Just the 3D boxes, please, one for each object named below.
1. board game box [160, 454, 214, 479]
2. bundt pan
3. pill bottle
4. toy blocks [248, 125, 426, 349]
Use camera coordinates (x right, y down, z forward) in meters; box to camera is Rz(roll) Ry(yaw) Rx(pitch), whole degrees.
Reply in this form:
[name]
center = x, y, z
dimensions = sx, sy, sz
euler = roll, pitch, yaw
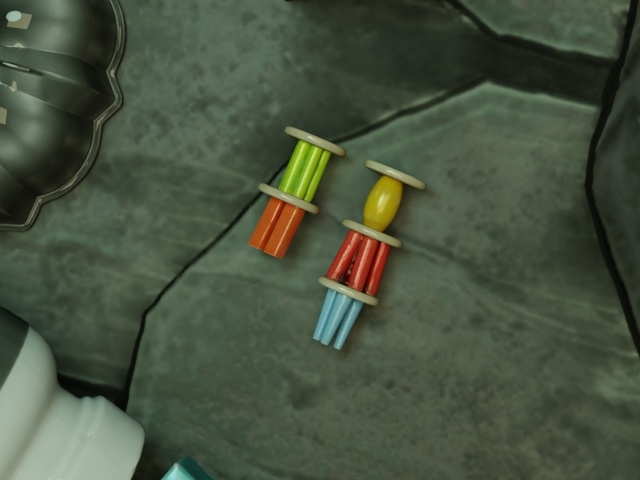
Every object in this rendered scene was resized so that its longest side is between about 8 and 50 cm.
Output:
[board game box]
center = -0.061, 0.364, 1.444
dimensions = 0.336, 0.079, 0.254
euler = 41, 91, 3
[bundt pan]
center = -0.319, -0.152, 1.538
dimensions = 0.331, 0.124, 0.330
euler = 0, 88, 1
[pill bottle]
center = -0.327, 0.115, 1.469
dimensions = 0.363, 0.210, 0.210
euler = 34, 90, -12
[toy blocks]
center = 0.000, 0.000, 1.560
dimensions = 0.123, 0.054, 0.148
euler = 22, 90, 1
